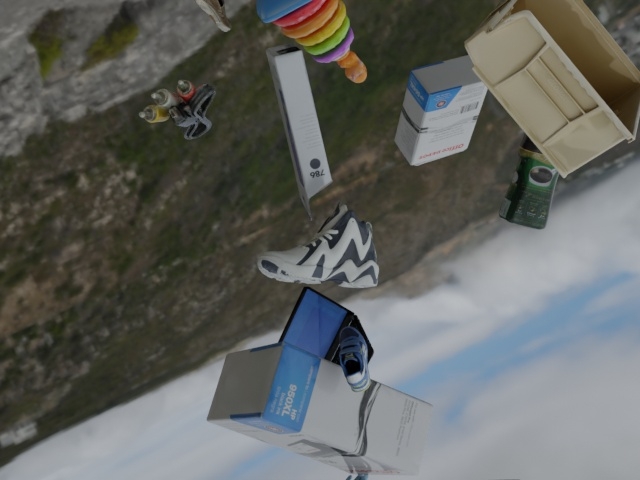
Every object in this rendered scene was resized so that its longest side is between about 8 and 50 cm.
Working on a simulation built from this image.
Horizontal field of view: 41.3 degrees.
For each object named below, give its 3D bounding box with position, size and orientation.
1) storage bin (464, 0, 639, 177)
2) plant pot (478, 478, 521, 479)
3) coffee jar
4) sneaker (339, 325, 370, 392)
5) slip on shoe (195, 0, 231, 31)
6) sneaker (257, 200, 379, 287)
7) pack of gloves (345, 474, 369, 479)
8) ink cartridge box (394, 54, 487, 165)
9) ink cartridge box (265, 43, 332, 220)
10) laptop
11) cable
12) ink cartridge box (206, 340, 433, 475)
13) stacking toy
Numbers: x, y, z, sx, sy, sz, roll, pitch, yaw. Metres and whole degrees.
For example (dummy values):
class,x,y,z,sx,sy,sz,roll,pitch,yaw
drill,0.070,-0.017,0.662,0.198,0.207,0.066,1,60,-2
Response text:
class,x,y,z,sx,sy,sz,roll,pitch,yaw
storage bin,0.372,-0.271,1.328,0.123,0.260,0.262,-36,-172,36
plant pot,0.171,0.397,1.079,0.230,0.216,0.215,-21,178,-4
coffee jar,0.425,-0.120,1.687,0.096,0.185,0.079,14,-165,-3
sneaker,0.064,0.227,1.692,0.053,0.144,0.059,-23,141,12
slip on shoe,-0.200,-0.448,1.634,0.041,0.051,0.135,-37,153,8
sneaker,0.000,0.000,1.527,0.234,0.153,0.094,6,170,-20
pack of gloves,0.053,0.625,1.885,0.232,0.046,0.195,-37,-160,-16
ink cartridge box,0.248,-0.267,1.762,0.148,0.086,0.203,-18,147,-21
ink cartridge box,-0.038,-0.221,1.708,0.065,0.333,0.165,-14,-160,-5
laptop,0.003,0.294,2.229,0.234,0.136,0.264,-65,-155,23
cable,-0.260,-0.267,1.690,0.139,0.072,0.287,-35,180,6
ink cartridge box,-0.001,0.373,1.836,0.285,0.394,0.166,-23,-134,58
stacking toy,0.012,-0.453,1.843,0.165,0.302,0.175,-21,-138,26
